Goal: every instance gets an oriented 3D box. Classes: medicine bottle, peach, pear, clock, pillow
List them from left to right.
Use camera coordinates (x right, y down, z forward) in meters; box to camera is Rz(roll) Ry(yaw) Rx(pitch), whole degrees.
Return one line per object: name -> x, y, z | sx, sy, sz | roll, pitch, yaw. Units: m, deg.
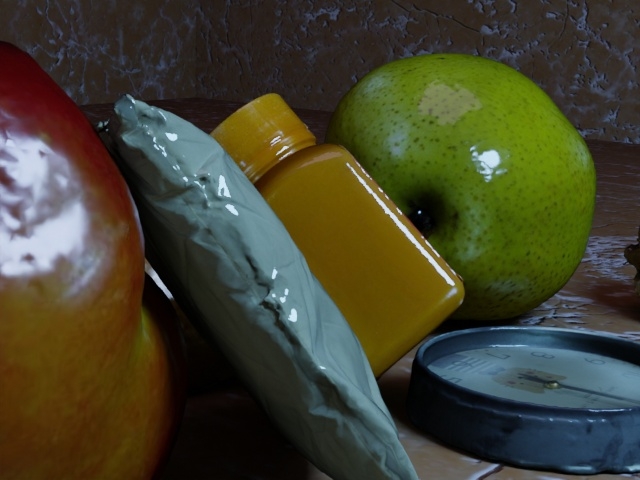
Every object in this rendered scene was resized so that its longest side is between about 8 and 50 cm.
peach -> -0.271, 0.026, 0.642 | 0.406, 0.310, 0.335 | 0, 15, -16
pillow -> -0.053, 0.026, 0.755 | 0.076, 0.274, 0.281 | -37, 10, -10
medicine bottle -> 0.001, -0.001, 0.907 | 0.112, 0.222, 0.149 | -40, -7, -6
pear -> 0.133, -0.050, 1.170 | 0.294, 0.294, 0.294 | 2, 12, 0
clock -> 0.179, 0.116, 0.905 | 0.226, 0.049, 0.226 | 1, 11, 0

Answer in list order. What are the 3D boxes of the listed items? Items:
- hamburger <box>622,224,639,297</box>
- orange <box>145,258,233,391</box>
hamburger -> 0.406, 0.027, 1.201 | 0.191, 0.118, 0.182 | 12, 12, 27
orange -> -0.164, 0.020, 1.063 | 0.262, 0.196, 0.334 | 14, 3, -10
